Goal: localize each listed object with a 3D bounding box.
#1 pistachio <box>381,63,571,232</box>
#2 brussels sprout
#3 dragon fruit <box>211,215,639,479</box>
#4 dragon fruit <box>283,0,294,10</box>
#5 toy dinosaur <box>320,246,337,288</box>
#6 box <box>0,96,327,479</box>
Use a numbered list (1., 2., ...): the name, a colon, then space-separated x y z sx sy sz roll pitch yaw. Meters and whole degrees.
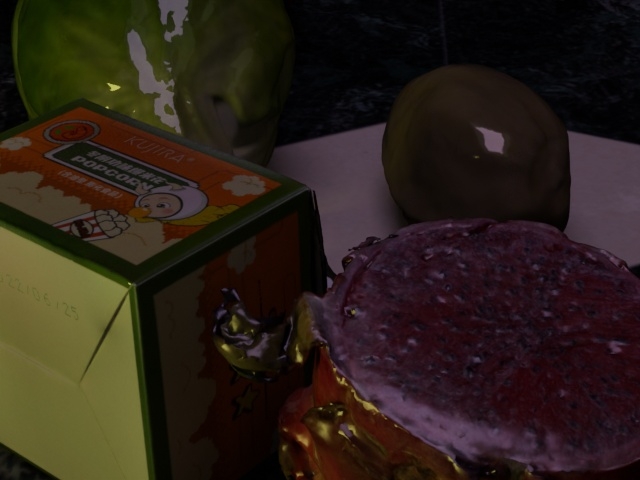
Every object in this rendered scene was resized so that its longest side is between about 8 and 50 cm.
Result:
1. pistachio: 0.113 -0.062 1.074 0.136 0.136 0.226 -9 25 -12
2. brussels sprout: -0.125 -0.128 1.126 0.219 0.210 0.271 -13 49 -9
3. dragon fruit: 0.080 0.092 0.799 0.282 0.147 0.211 3 42 -3
4. dragon fruit: -0.140 -0.256 1.430 0.282 0.100 0.343 -23 44 -27
5. toy dinosaur: 0.000 0.000 1.002 0.179 0.087 0.187 -4 32 0
6. box: -0.115 0.038 0.851 0.195 0.177 0.148 22 37 36
